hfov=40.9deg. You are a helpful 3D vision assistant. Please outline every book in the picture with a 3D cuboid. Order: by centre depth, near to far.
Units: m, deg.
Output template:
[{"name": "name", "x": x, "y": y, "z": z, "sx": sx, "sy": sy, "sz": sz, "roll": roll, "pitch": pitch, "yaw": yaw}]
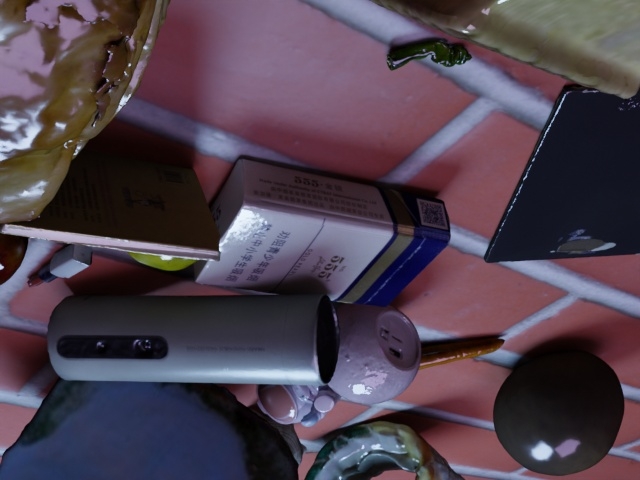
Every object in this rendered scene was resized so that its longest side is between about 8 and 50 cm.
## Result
[{"name": "book", "x": -0.196, "y": -0.042, "z": 0.799, "sx": 0.192, "sy": 0.168, "sz": 0.013, "roll": 9, "pitch": 119, "yaw": -24}]

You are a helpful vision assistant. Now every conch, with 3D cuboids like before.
[{"name": "conch", "x": -0.079, "y": 0.342, "z": 1.452, "sx": 0.114, "sy": 0.137, "sz": 0.234, "roll": -20, "pitch": 165, "yaw": -34}]

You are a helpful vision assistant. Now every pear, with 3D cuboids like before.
[{"name": "pear", "x": -0.168, "y": -0.012, "z": 0.921, "sx": 0.097, "sy": 0.092, "sz": 0.092, "roll": 13, "pitch": 143, "yaw": -4}]

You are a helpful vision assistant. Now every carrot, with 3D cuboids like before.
[{"name": "carrot", "x": 0.196, "y": 0.177, "z": 1.329, "sx": 0.190, "sy": 0.037, "sz": 0.037, "roll": -10, "pitch": 147, "yaw": -1}]

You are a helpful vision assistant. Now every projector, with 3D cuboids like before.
[{"name": "projector", "x": -0.151, "y": 0.116, "z": 1.019, "sx": 0.338, "sy": 0.108, "sz": 0.108, "roll": -1, "pitch": 149, "yaw": 15}]

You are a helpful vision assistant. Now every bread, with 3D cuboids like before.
[{"name": "bread", "x": -0.259, "y": -0.122, "z": 0.603, "sx": 0.277, "sy": 0.167, "sz": 0.324, "roll": 8, "pitch": 158, "yaw": -33}]

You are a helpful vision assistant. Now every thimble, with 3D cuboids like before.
[{"name": "thimble", "x": 0.114, "y": 0.467, "z": 1.545, "sx": 0.288, "sy": 0.254, "sz": 0.167, "roll": -27, "pitch": 143, "yaw": 15}]

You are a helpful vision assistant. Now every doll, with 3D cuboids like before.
[{"name": "doll", "x": 0.011, "y": 0.182, "z": 1.214, "sx": 0.151, "sy": 0.151, "sz": 0.287, "roll": 19, "pitch": 144, "yaw": -35}]

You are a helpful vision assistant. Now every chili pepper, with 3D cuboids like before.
[{"name": "chili pepper", "x": 0.103, "y": -0.173, "z": 0.800, "sx": 0.083, "sy": 0.022, "sz": 0.027, "roll": -5, "pitch": 113, "yaw": -5}]

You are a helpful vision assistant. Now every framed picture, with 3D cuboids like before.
[{"name": "framed picture", "x": 0.350, "y": -0.070, "z": 1.021, "sx": 0.244, "sy": 0.013, "sz": 0.324, "roll": -3, "pitch": 146, "yaw": -9}]

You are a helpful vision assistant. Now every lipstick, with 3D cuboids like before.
[{"name": "lipstick", "x": -0.310, "y": 0.034, "z": 1.003, "sx": 0.107, "sy": 0.025, "sz": 0.025, "roll": -25, "pitch": 143, "yaw": 32}]

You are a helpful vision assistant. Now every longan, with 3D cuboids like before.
[{"name": "longan", "x": 0.385, "y": 0.280, "z": 1.392, "sx": 0.220, "sy": 0.196, "sz": 0.196, "roll": -33, "pitch": 140, "yaw": 27}]

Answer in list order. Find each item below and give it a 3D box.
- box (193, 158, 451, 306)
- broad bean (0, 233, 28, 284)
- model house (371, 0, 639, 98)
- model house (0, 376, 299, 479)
[{"name": "box", "x": 0.000, "y": 0.000, "z": 0.985, "sx": 0.259, "sy": 0.071, "sz": 0.168, "roll": 9, "pitch": 143, "yaw": -26}, {"name": "broad bean", "x": -0.381, "y": 0.014, "z": 0.908, "sx": 0.165, "sy": 0.084, "sz": 0.114, "roll": -14, "pitch": 130, "yaw": 19}, {"name": "model house", "x": 0.166, "y": -0.240, "z": 0.490, "sx": 0.261, "sy": 0.321, "sz": 0.266, "roll": 6, "pitch": 161, "yaw": -41}, {"name": "model house", "x": -0.214, "y": 0.336, "z": 1.239, "sx": 0.360, "sy": 0.297, "sz": 0.339, "roll": 30, "pitch": 169, "yaw": 7}]
